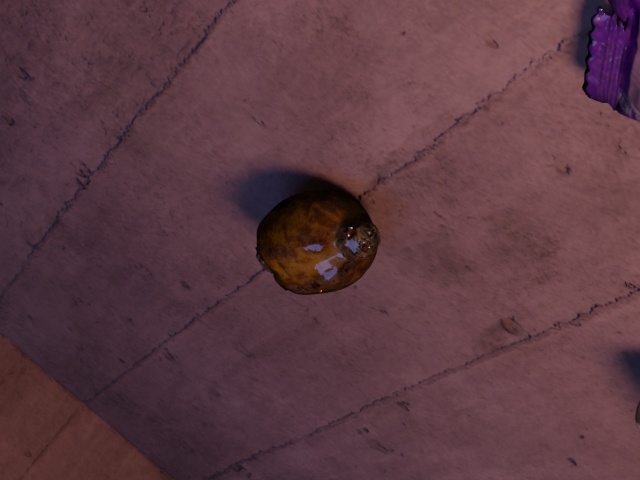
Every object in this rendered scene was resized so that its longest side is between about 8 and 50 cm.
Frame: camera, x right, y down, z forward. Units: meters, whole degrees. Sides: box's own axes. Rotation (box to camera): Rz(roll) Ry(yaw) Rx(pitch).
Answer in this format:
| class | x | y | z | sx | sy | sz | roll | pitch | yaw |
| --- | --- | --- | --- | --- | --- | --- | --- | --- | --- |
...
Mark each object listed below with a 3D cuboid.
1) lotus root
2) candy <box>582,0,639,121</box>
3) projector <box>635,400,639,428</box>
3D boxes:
| class | x | y | z | sx | sy | sz | roll | pitch | yaw |
| --- | --- | --- | --- | --- | --- | --- | --- | --- | --- |
| lotus root | 0.000 | 0.000 | 1.764 | 0.120 | 0.120 | 0.209 | 49 | 151 | -21 |
| candy | 0.332 | -0.106 | 1.225 | 0.275 | 0.070 | 0.145 | 31 | 147 | 22 |
| projector | 0.467 | 0.219 | 1.536 | 0.250 | 0.108 | 0.198 | 0 | 135 | 49 |
